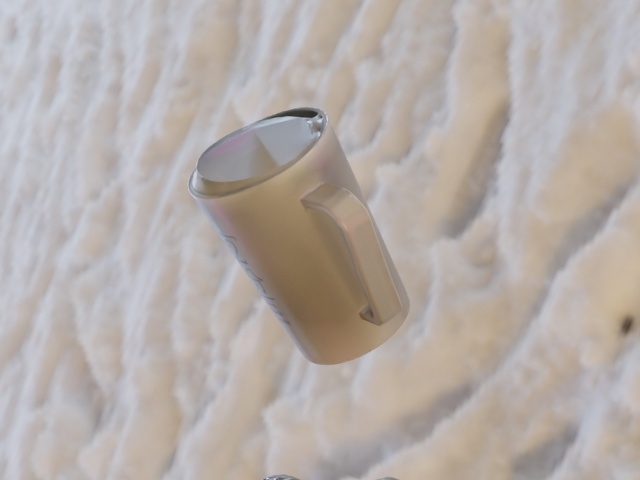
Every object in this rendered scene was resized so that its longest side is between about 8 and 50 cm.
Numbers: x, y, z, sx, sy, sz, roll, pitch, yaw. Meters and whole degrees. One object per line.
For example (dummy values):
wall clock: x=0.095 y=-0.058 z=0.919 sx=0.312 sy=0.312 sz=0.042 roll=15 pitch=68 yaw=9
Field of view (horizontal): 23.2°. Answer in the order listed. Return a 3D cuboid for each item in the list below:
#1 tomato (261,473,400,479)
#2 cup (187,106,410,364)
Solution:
tomato: x=-0.017 y=0.262 z=0.696 sx=0.341 sy=0.341 sz=0.273 roll=-147 pitch=60 yaw=-64
cup: x=0.000 y=0.000 z=0.741 sx=0.074 sy=0.116 sz=0.104 roll=-39 pitch=26 yaw=-21
